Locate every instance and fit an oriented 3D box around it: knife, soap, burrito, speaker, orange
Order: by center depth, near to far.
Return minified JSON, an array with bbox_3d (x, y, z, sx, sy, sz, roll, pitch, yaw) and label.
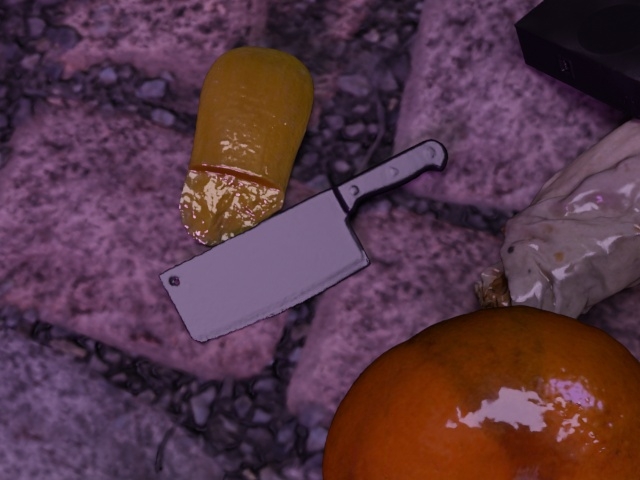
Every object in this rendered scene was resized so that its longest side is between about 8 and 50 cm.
[{"bbox_3d":[0.121,0.156,1.021,0.240,0.171,0.240,0,96,4],"label":"orange"},{"bbox_3d":[0.253,-0.136,1.157,0.082,0.044,0.218,-39,45,-16],"label":"speaker"},{"bbox_3d":[0.265,-0.054,1.161,0.392,0.076,0.117,-36,47,-13],"label":"burrito"},{"bbox_3d":[0.000,0.000,1.175,0.245,0.019,0.072,-28,83,-9],"label":"knife"},{"bbox_3d":[-0.056,-0.075,1.195,0.089,0.033,0.168,8,70,3],"label":"soap"}]
